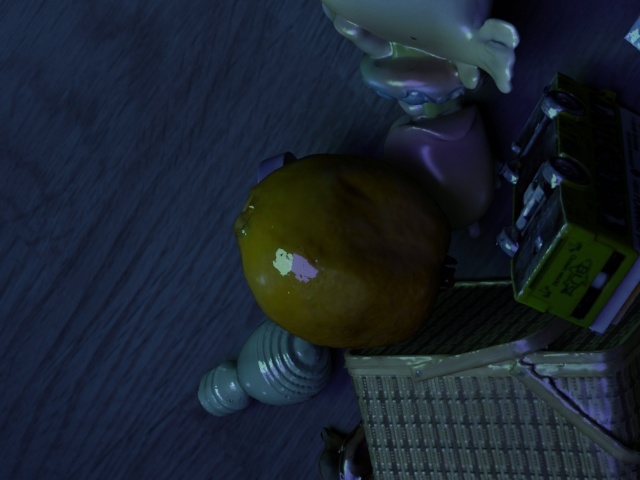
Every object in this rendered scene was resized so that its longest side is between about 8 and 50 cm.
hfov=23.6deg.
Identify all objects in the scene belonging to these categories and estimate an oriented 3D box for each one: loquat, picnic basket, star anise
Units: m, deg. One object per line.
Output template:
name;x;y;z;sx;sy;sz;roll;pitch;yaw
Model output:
loquat;0.028;0.011;1.479;0.176;0.234;0.187;-175;96;-68
picnic basket;0.212;0.136;1.535;0.313;0.228;0.175;-4;107;34
star anise;0.046;0.319;1.727;0.288;0.088;0.288;-35;48;50

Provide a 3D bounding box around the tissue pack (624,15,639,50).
tissue pack;0.342;-0.212;1.431;0.059;0.074;0.094;44;121;16

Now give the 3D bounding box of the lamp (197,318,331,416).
lamp;-0.066;0.152;1.798;0.193;0.106;0.106;-27;90;46

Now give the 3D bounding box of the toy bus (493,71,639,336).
toy bus;0.244;-0.036;1.408;0.139;0.301;0.113;24;121;-6

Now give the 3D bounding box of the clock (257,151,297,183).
clock;0.000;0.000;1.638;0.064;0.198;0.172;-18;64;14

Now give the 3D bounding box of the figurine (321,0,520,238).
figurine;0.116;-0.165;1.506;0.274;0.227;0.394;40;142;56
